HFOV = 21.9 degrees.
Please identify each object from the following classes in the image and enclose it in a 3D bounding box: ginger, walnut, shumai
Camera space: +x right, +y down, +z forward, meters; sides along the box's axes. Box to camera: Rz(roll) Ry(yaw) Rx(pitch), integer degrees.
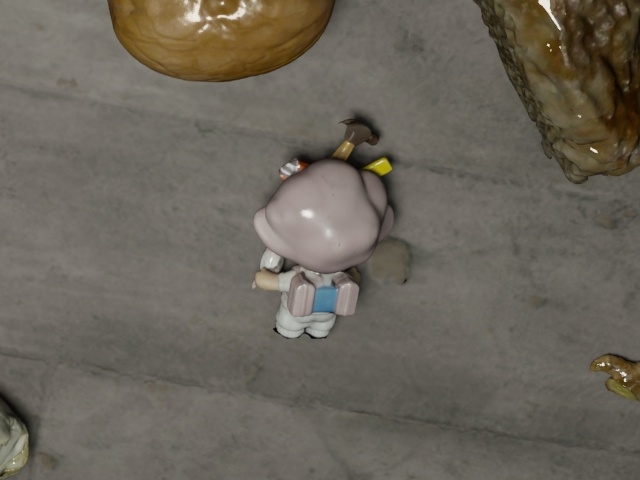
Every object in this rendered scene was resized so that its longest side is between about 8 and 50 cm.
[{"bbox_3d":[0.323,0.144,1.692,0.097,0.030,0.048,6,111,-4],"label":"ginger"},{"bbox_3d":[-0.088,-0.222,1.446,0.207,0.167,0.167,-4,113,-4],"label":"walnut"},{"bbox_3d":[0.270,-0.216,1.402,0.262,0.267,0.314,-28,153,6],"label":"shumai"}]

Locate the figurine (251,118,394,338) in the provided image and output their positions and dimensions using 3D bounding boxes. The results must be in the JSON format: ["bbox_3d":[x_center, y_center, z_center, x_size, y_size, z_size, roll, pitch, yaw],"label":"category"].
[{"bbox_3d":[0.000,0.000,1.575,0.137,0.112,0.229,5,122,-11],"label":"figurine"}]

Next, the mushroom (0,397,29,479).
[{"bbox_3d":[-0.390,0.134,1.612,0.099,0.096,0.278,-36,106,10],"label":"mushroom"}]
